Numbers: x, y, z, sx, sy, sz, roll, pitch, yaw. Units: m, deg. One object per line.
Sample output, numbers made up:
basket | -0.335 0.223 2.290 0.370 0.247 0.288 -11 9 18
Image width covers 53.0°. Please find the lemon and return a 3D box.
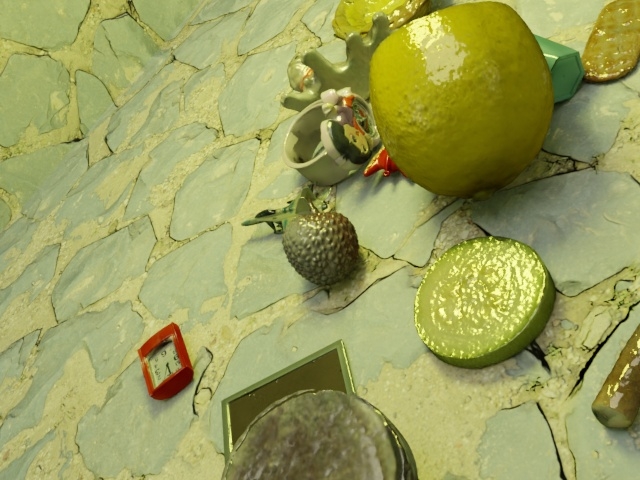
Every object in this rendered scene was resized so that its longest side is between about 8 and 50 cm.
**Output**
lemon | 0.275 -0.243 1.227 0.364 0.364 0.364 -23 43 23

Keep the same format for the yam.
yam | 0.481 0.136 0.911 0.299 0.066 0.066 -52 40 -9

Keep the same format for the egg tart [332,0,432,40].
egg tart | 0.195 -0.653 1.818 0.345 0.132 0.345 -23 42 23

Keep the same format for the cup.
cup | 0.433 -0.380 1.368 0.236 0.148 0.134 43 119 51

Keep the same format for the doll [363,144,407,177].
doll | 0.172 -0.202 1.489 0.109 0.057 0.169 4 42 22

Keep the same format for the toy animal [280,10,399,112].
toy animal | 0.054 -0.479 1.705 0.188 0.266 0.307 -111 40 -61

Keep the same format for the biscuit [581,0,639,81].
biscuit | 0.617 -0.422 1.334 0.119 0.029 0.247 7 59 43

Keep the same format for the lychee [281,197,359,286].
lychee | 0.000 0.000 1.355 0.165 0.165 0.197 -12 80 32

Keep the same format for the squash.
squash | 0.275 0.102 1.124 0.252 0.049 0.252 -23 43 23

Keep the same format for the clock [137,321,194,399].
clock | -0.350 0.281 1.477 0.113 0.061 0.155 -38 42 5

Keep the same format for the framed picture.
framed picture | -0.059 0.340 1.210 0.296 0.019 0.232 -29 41 15

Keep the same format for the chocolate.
chocolate | 0.024 0.391 0.937 0.303 0.213 0.303 -19 48 22

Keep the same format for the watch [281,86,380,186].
watch | 0.007 -0.240 1.563 0.231 0.196 0.244 -22 49 32

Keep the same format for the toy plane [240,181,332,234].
toy plane | -0.084 -0.057 1.554 0.262 0.088 0.192 -20 37 40
